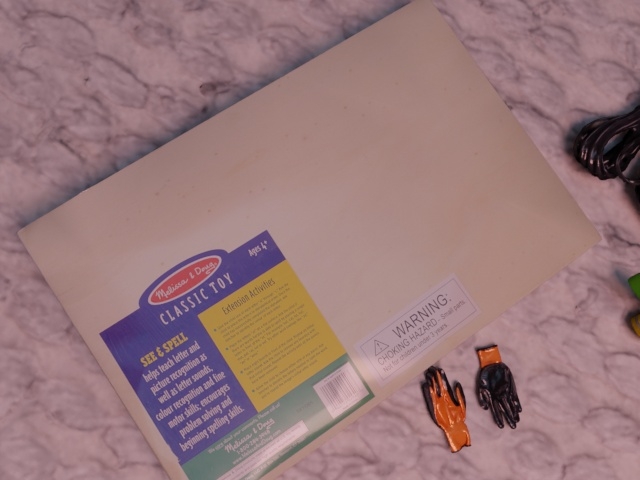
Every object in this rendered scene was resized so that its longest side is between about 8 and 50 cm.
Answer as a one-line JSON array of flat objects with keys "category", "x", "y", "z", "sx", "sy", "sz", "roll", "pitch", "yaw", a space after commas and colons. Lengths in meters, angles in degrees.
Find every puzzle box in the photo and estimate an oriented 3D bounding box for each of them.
[{"category": "puzzle box", "x": 0.000, "y": 0.000, "z": 0.544, "sx": 0.408, "sy": 0.052, "sz": 0.272, "roll": -32, "pitch": 86, "yaw": -12}]

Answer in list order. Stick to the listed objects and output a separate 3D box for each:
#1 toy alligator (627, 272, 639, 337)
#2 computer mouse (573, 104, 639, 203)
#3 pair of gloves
[{"category": "toy alligator", "x": 0.342, "y": 0.100, "z": 0.573, "sx": 0.190, "sy": 0.056, "sz": 0.051, "roll": 51, "pitch": 37, "yaw": 4}, {"category": "computer mouse", "x": 0.379, "y": -0.028, "z": 0.595, "sx": 0.188, "sy": 0.072, "sz": 0.272, "roll": -32, "pitch": 73, "yaw": -10}, {"category": "pair of gloves", "x": 0.132, "y": 0.136, "z": 0.557, "sx": 0.083, "sy": 0.010, "sz": 0.074, "roll": -17, "pitch": 81, "yaw": -13}]
